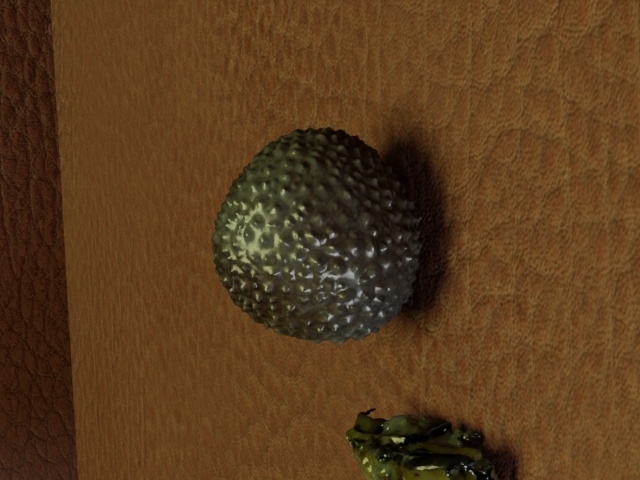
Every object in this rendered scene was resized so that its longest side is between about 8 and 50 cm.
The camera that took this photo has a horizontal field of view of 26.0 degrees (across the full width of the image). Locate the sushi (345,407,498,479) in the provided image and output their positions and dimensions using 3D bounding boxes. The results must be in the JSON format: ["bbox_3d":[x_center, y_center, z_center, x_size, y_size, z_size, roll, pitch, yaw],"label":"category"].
[{"bbox_3d":[0.134,0.306,1.803,0.291,0.131,0.139,4,120,57],"label":"sushi"}]

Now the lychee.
[{"bbox_3d":[-0.004,-0.002,1.858,0.300,0.300,0.300,14,105,63],"label":"lychee"}]
